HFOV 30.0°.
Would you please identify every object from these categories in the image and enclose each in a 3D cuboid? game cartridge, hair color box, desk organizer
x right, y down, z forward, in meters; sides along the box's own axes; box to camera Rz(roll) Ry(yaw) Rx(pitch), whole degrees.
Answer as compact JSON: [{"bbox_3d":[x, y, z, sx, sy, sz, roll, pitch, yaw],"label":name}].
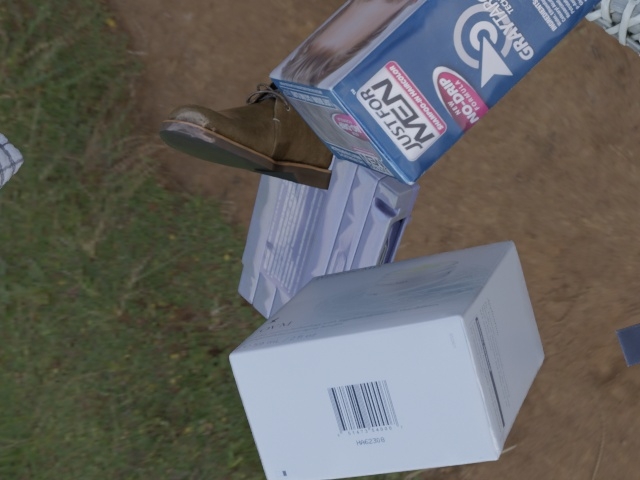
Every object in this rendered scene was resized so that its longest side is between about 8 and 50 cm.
[{"bbox_3d":[0.000,0.000,1.642,0.230,0.068,0.355,44,138,29],"label":"game cartridge"},{"bbox_3d":[0.134,-0.209,0.978,0.347,0.174,0.105,-44,110,-6],"label":"hair color box"},{"bbox_3d":[0.433,0.110,1.454,0.130,0.050,0.047,-22,83,30],"label":"desk organizer"}]

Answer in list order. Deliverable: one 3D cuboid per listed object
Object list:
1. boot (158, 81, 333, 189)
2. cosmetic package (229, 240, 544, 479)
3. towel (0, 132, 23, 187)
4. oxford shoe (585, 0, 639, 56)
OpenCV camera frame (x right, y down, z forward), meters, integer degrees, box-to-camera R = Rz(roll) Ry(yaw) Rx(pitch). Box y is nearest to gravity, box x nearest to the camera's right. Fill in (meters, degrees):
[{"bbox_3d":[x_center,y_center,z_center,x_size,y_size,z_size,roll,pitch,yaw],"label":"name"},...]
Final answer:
[{"bbox_3d":[-0.070,-0.130,1.299,0.112,0.305,0.115,18,95,25],"label":"boot"},{"bbox_3d":[0.071,0.109,1.128,0.224,0.225,0.138,-11,101,23],"label":"cosmetic package"},{"bbox_3d":[-0.411,-0.015,0.948,0.284,0.235,0.121,-20,111,27],"label":"towel"},{"bbox_3d":[0.414,-0.297,1.522,0.130,0.169,0.449,-38,78,-26],"label":"oxford shoe"}]
